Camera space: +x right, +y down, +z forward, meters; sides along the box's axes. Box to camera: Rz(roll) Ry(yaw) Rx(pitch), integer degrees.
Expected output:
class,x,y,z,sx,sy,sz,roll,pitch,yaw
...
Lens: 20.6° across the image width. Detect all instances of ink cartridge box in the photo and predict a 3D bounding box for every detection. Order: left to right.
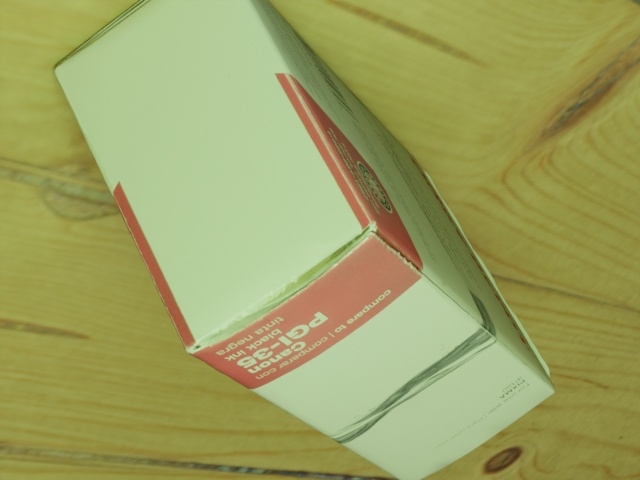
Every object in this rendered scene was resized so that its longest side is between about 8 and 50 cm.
class,x,y,z,sx,sy,sz,roll,pitch,yaw
ink cartridge box,0.000,0.000,0.995,0.117,0.207,0.283,-35,148,9
